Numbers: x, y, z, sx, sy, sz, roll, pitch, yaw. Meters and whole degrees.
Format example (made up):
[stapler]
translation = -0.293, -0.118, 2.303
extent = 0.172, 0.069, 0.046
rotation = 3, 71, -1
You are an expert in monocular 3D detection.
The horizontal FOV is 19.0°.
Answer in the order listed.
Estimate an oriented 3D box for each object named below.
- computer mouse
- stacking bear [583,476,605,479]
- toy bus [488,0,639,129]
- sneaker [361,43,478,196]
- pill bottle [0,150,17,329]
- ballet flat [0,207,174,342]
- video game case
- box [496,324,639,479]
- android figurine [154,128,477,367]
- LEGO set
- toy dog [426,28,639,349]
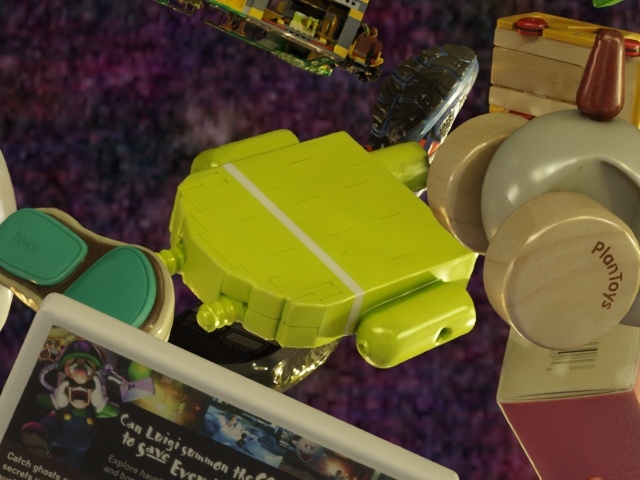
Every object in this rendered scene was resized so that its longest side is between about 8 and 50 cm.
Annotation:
[computer mouse]
translation = -0.040, 0.091, 1.761
extent = 0.188, 0.272, 0.072
rotation = 25, 123, 31
[stacking bear]
translation = 0.084, 0.285, 1.188
extent = 0.289, 0.175, 0.164
rotation = -24, 154, 18
[toy bus]
translation = 0.252, -0.147, 1.728
extent = 0.104, 0.202, 0.191
rotation = -17, 163, -47
[sneaker]
translation = 0.093, -0.103, 1.961
extent = 0.087, 0.083, 0.221
rotation = 27, 99, -51
[pill bottle]
translation = -0.433, 0.007, 1.349
extent = 0.392, 0.224, 0.224
rotation = -8, 157, -40
[ballet flat]
translation = -0.140, 0.040, 1.238
extent = 0.086, 0.248, 0.086
rotation = -9, 111, -24
[video game case]
translation = -0.062, 0.134, 0.818
extent = 0.190, 0.022, 0.173
rotation = 25, 109, -4
[box]
translation = 0.261, 0.152, 1.683
extent = 0.126, 0.149, 0.232
rotation = -8, 134, 27
[android figurine]
translation = 0.000, 0.000, 1.438
extent = 0.272, 0.248, 0.056
rotation = -21, 141, -38
[LEGO set]
translation = -0.064, -0.296, 1.755
extent = 0.331, 0.192, 0.255
rotation = 23, 178, -4
[toy dog]
translation = 0.220, -0.022, 1.102
extent = 0.333, 0.220, 0.161
rotation = 4, 117, -43
